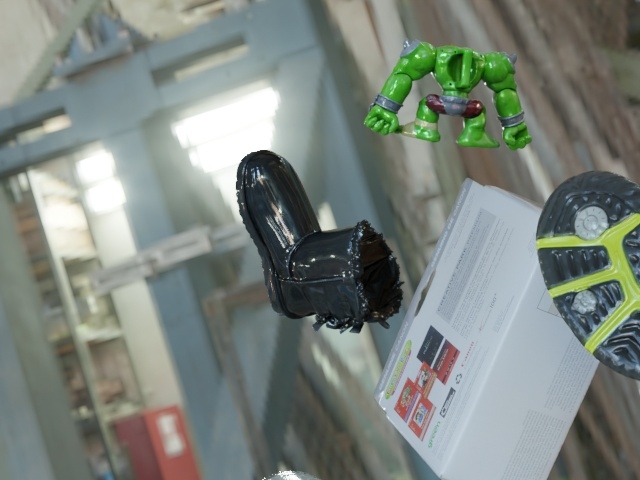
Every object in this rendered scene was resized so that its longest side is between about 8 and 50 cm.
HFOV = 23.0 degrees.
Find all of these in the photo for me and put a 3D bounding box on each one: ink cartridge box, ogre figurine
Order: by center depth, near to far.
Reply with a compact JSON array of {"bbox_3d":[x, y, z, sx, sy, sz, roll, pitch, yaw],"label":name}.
[{"bbox_3d":[0.206,0.106,1.815,0.130,0.309,0.272,21,8,-19],"label":"ink cartridge box"},{"bbox_3d":[0.160,-0.173,1.868,0.197,0.118,0.097,11,13,8],"label":"ogre figurine"}]

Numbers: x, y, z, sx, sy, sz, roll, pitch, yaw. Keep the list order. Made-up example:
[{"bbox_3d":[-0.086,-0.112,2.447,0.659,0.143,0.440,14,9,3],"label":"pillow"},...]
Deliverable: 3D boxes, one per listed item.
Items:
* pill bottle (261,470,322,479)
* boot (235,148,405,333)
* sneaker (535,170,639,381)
[{"bbox_3d":[-0.025,0.312,1.687,0.123,0.122,0.219,-17,0,-10],"label":"pill bottle"},{"bbox_3d":[-0.001,0.000,0.975,0.045,0.121,0.099,-21,12,-35],"label":"boot"},{"bbox_3d":[0.339,0.094,1.409,0.145,0.384,0.147,-44,-23,9],"label":"sneaker"}]
